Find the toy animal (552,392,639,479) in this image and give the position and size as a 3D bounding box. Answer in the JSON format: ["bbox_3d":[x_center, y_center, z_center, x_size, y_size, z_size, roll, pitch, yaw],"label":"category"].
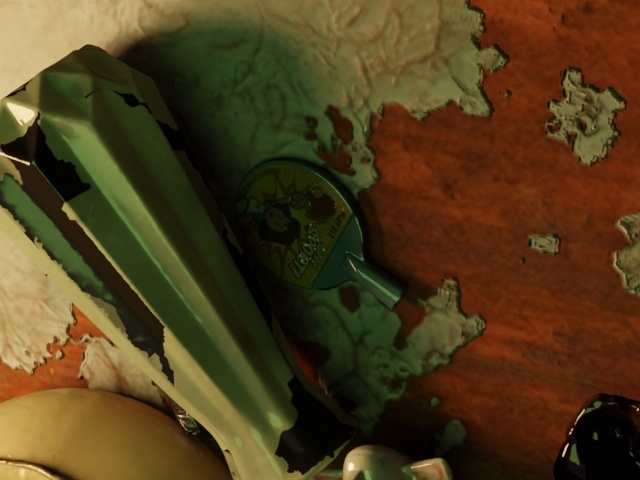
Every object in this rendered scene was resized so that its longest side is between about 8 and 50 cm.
[{"bbox_3d":[0.267,0.143,1.145,0.218,0.116,0.179,-1,81,33],"label":"toy animal"}]

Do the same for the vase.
[{"bbox_3d":[-0.119,0.031,1.247,0.165,0.165,0.360,-30,99,33],"label":"vase"}]

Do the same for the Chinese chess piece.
[{"bbox_3d":[-0.205,0.293,1.406,0.338,0.140,0.338,11,117,23],"label":"Chinese chess piece"}]

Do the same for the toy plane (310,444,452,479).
[{"bbox_3d":[0.072,0.265,1.264,0.252,0.118,0.252,13,125,19],"label":"toy plane"}]

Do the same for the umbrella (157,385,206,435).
[{"bbox_3d":[-0.127,0.092,1.340,0.037,0.040,0.144,-13,104,43],"label":"umbrella"}]

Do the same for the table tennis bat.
[{"bbox_3d":[0.000,0.000,1.249,0.155,0.019,0.100,38,122,10],"label":"table tennis bat"}]
